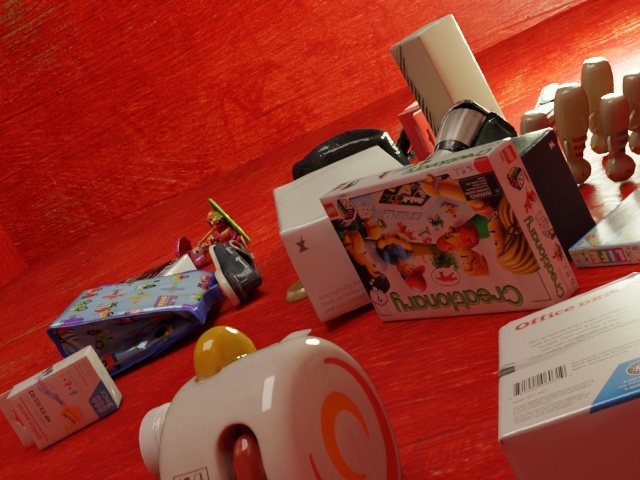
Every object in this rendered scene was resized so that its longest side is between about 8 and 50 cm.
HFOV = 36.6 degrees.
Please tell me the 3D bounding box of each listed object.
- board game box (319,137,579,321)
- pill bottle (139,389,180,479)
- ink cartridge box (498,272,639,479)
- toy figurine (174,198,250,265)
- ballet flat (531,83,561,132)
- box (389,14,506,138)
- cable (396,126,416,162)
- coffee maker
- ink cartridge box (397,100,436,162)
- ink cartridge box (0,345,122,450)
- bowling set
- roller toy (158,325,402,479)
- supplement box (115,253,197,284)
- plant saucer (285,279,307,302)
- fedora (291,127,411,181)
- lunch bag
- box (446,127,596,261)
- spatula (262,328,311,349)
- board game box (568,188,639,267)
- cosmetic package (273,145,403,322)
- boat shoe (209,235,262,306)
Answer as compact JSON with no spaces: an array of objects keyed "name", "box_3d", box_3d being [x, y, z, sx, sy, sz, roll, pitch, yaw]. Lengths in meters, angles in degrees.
[{"name":"board game box","box_3d":[0.146,-0.001,1.179,0.053,0.193,0.305,-36,15,-35]},{"name":"pill bottle","box_3d":[-0.084,0.196,1.045,0.216,0.121,0.121,-22,14,23]},{"name":"ink cartridge box","box_3d":[0.226,0.118,0.777,0.148,0.086,0.203,-24,13,18]},{"name":"toy figurine","box_3d":[-0.267,0.009,2.278,0.159,0.130,0.173,-43,39,-6]},{"name":"ballet flat","box_3d":[0.427,-0.231,1.794,0.070,0.070,0.188,-19,20,36]},{"name":"box","box_3d":[0.255,-0.286,1.877,0.113,0.275,0.094,-36,13,-31]},{"name":"cable","box_3d":[0.202,-0.229,2.138,0.184,0.047,0.150,-43,-19,-51]},{"name":"coffee maker","box_3d":[0.248,-0.116,1.543,0.171,0.120,0.178,19,51,12]},{"name":"ink cartridge box","box_3d":[0.250,-0.242,2.041,0.078,0.134,0.231,-15,17,43]},{"name":"ink cartridge box","box_3d":[-0.424,0.260,1.547,0.181,0.104,0.061,-29,12,0]},{"name":"bowling set","box_3d":[0.421,-0.146,1.368,0.200,0.154,0.287,10,34,40]},{"name":"roller toy","box_3d":[-0.037,0.187,0.810,0.146,0.209,0.191,-23,34,26]},{"name":"supplement box","box_3d":[-0.390,0.120,2.105,0.239,0.073,0.130,-22,14,28]},{"name":"plant saucer","box_3d":[-0.026,0.077,1.634,0.083,0.015,0.083,-27,12,6]},{"name":"fedora","box_3d":[0.057,-0.129,1.930,0.334,0.152,0.334,-24,14,6]},{"name":"lunch bag","box_3d":[-0.318,0.135,1.786,0.293,0.138,0.221,-21,13,9]},{"name":"box","box_3d":[0.225,-0.039,1.251,0.108,0.153,0.207,-38,15,-36]},{"name":"spatula","box_3d":[-0.123,0.202,1.338,0.168,0.019,0.242,-17,16,37]},{"name":"board game box","box_3d":[0.379,-0.020,1.139,0.154,0.026,0.103,-35,14,-30]},{"name":"cosmetic package","box_3d":[0.051,-0.025,1.535,0.217,0.156,0.385,-23,14,2]},{"name":"boat shoe","box_3d":[-0.161,0.050,1.847,0.079,0.095,0.254,-30,14,-2]}]
